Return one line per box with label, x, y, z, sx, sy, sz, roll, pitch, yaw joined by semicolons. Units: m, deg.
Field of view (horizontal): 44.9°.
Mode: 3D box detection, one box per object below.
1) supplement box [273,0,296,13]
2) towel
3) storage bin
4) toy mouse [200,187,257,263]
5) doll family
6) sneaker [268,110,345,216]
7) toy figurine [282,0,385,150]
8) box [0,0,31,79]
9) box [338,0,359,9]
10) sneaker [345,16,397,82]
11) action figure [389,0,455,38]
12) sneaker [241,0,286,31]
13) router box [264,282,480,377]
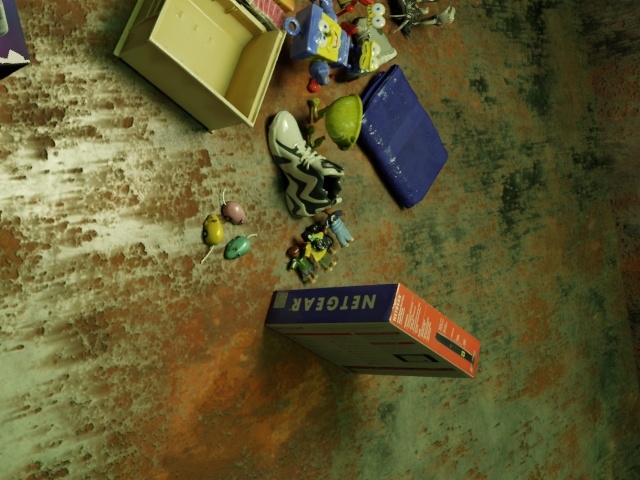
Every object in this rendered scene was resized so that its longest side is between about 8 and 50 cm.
supplement box;-0.151;-0.564;1.617;0.233;0.078;0.080;30;66;-41
towel;0.198;-0.261;1.974;0.308;0.076;0.227;54;56;-29
storage bin;-0.218;-0.385;1.480;0.262;0.123;0.260;37;59;-38
toy mouse;-0.169;-0.021;1.551;0.143;0.031;0.161;16;73;-46
doll family;0.000;0.000;1.712;0.111;0.076;0.193;56;43;-21
sneaker;-0.016;-0.171;1.652;0.094;0.153;0.234;-15;96;-50
toy figurine;-0.017;-0.390;1.657;0.217;0.191;0.362;19;76;-44
box;-0.572;-0.320;1.095;0.261;0.103;0.184;-20;97;-48
box;0.045;-0.685;1.867;0.087;0.058;0.232;-47;119;-41
sneaker;0.099;-0.474;1.889;0.132;0.086;0.229;64;35;-13
action figure;0.279;-0.653;2.066;0.275;0.141;0.164;-60;138;-36
sneaker;-0.142;-0.487;1.611;0.170;0.075;0.063;36;57;-53
router box;0.108;0.193;1.601;0.301;0.336;0.082;36;60;-40
